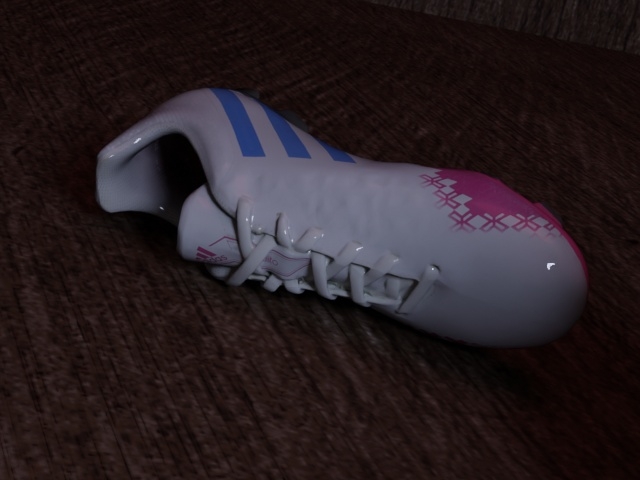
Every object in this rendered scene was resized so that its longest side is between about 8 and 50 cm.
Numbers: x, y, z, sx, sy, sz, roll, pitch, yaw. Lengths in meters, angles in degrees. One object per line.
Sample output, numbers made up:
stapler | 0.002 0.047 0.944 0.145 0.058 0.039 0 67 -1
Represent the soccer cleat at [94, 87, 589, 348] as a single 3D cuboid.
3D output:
soccer cleat | 0.000 0.000 0.972 0.331 0.116 0.143 24 35 33
